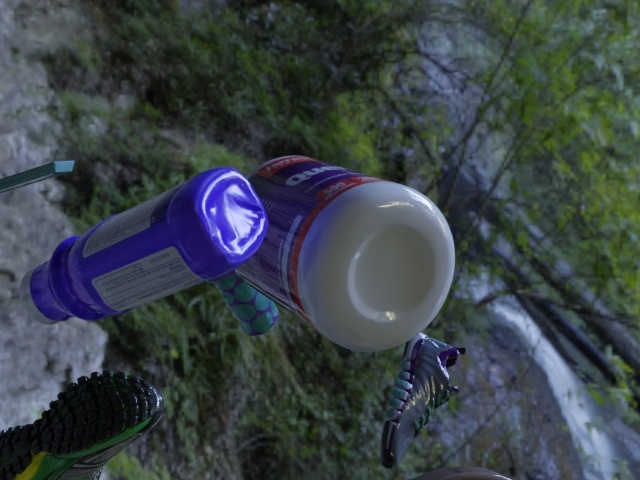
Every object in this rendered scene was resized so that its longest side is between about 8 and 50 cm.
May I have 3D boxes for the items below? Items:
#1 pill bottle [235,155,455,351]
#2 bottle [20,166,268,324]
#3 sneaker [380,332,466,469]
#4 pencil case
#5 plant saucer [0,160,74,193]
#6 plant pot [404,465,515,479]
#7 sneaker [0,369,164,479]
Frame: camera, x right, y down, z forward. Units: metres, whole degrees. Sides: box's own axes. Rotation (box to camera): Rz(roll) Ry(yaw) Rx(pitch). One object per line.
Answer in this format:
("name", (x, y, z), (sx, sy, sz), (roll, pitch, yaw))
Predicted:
("pill bottle", (0.000, 0.000, 1.039), (0.181, 0.181, 0.323), (-7, 15, -26))
("bottle", (-0.188, 0.018, 0.891), (0.283, 0.092, 0.118), (-21, 17, 31))
("sneaker", (0.157, 0.245, 1.350), (0.098, 0.223, 0.083), (13, -28, 11))
("pencil case", (-0.118, 0.079, 1.328), (0.070, 0.151, 0.064), (-7, 47, 21))
("plant saucer", (-0.467, -0.086, 1.339), (0.192, 0.018, 0.067), (-15, 4, 12))
("plant pot", (0.155, 0.403, 1.146), (0.263, 0.263, 0.229), (-4, 0, -10))
("sneaker", (-0.382, 0.321, 1.413), (0.343, 0.134, 0.146), (-29, -45, 19))
